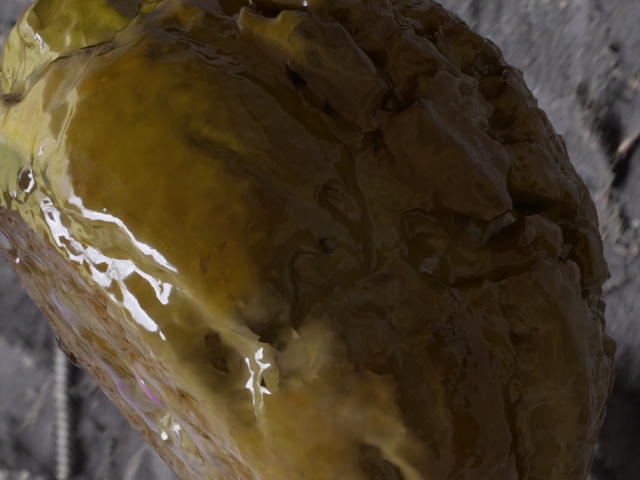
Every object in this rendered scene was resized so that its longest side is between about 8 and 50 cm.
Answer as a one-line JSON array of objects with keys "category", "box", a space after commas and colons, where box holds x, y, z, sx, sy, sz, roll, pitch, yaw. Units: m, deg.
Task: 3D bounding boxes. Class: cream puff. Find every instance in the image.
[{"category": "cream puff", "box": [0.000, 0.000, 0.505, 0.129, 0.189, 0.189, -37, 96, -13]}]
